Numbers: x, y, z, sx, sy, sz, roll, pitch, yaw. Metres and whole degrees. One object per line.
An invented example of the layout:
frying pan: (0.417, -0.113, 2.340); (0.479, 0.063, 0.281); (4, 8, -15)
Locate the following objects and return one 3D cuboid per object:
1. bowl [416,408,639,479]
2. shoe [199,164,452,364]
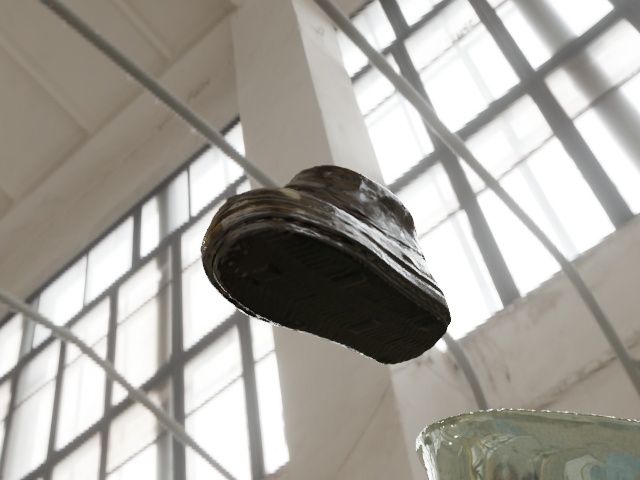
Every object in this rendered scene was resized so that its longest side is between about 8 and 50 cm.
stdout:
bowl: (0.276, 0.323, 0.895); (0.435, 0.196, 0.435); (13, -24, 6)
shoe: (0.000, 0.000, 1.258); (0.384, 0.237, 0.171); (26, -58, -40)
